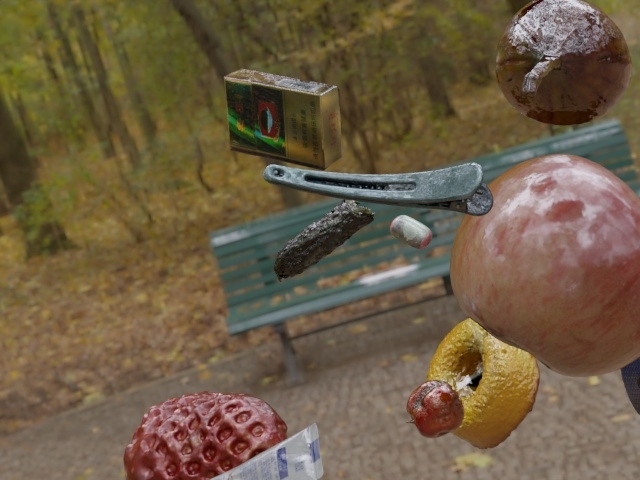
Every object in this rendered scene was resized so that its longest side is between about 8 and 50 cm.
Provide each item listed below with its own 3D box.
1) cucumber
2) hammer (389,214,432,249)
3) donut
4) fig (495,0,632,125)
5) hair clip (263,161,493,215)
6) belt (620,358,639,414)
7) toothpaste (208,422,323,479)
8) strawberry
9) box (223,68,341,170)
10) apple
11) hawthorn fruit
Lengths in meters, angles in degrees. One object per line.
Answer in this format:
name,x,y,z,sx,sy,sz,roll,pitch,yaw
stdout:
cucumber,0.000,0.000,1.610,0.181,0.053,0.053,-39,1,22
hammer,0.119,-0.010,1.412,0.052,0.031,0.083,33,10,18
donut,0.295,0.254,2.092,0.118,0.253,0.253,22,-6,-23
fig,0.271,-0.215,1.319,0.148,0.149,0.202,-45,-33,5
hair clip,0.053,-0.053,1.138,0.229,0.039,0.070,2,-19,19
belt,0.634,0.264,2.099,0.139,0.230,0.126,-41,18,-33
toothpaste,-0.106,0.355,1.628,0.266,0.061,0.096,-32,39,18
strawberry,-0.183,0.406,2.032,0.295,0.317,0.345,10,-28,-24
box,-0.075,-0.241,2.256,0.240,0.159,0.071,14,34,32
apple,0.325,0.046,1.572,0.269,0.345,0.345,-38,12,-3
hawthorn fruit,0.172,0.259,1.750,0.093,0.093,0.093,-16,10,3
